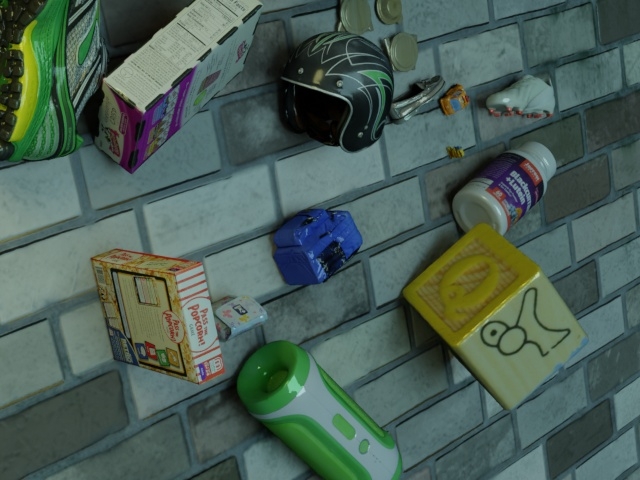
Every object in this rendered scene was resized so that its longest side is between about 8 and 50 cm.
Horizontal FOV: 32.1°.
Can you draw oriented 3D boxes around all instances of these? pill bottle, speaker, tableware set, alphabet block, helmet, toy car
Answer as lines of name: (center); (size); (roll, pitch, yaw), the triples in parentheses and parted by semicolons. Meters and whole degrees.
pill bottle: (0.326, -0.091, 1.937); (0.193, 0.108, 0.108); (-41, 120, -32)
speaker: (0.003, 0.276, 1.667); (0.296, 0.131, 0.131); (49, 63, -35)
tableware set: (0.091, -0.325, 1.755); (0.168, 0.020, 0.141); (-21, 107, -38)
alphabet block: (0.287, 0.124, 1.832); (0.192, 0.193, 0.197); (-42, 125, -2)
helmet: (0.026, -0.223, 1.611); (0.169, 0.169, 0.162); (-31, 130, -36)
toy car: (0.241, -0.203, 1.891); (0.060, 0.040, 0.122); (-27, 112, -38)

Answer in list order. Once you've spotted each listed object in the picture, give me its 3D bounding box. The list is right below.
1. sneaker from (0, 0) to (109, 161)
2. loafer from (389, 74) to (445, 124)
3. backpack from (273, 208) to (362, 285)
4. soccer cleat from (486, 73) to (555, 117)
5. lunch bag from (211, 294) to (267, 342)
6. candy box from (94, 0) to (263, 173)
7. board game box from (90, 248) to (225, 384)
sneaker: (-0.315, -0.259, 1.315); (0.146, 0.134, 0.344); (1, 112, -53)
loafer: (0.157, -0.238, 1.811); (0.125, 0.045, 0.039); (-44, 115, -27)
backpack: (0.000, 0.000, 1.655); (0.120, 0.098, 0.101); (-38, 115, -32)
soccer cleat: (0.354, -0.258, 1.978); (0.196, 0.068, 0.076); (-5, 93, -49)
lunch bag: (-0.124, 0.109, 1.561); (0.071, 0.083, 0.053); (-24, 110, -38)
candy box: (-0.182, -0.212, 1.420); (0.071, 0.159, 0.233); (40, 61, 5)
board game box: (-0.208, 0.093, 1.408); (0.045, 0.193, 0.147); (-23, 110, -39)
